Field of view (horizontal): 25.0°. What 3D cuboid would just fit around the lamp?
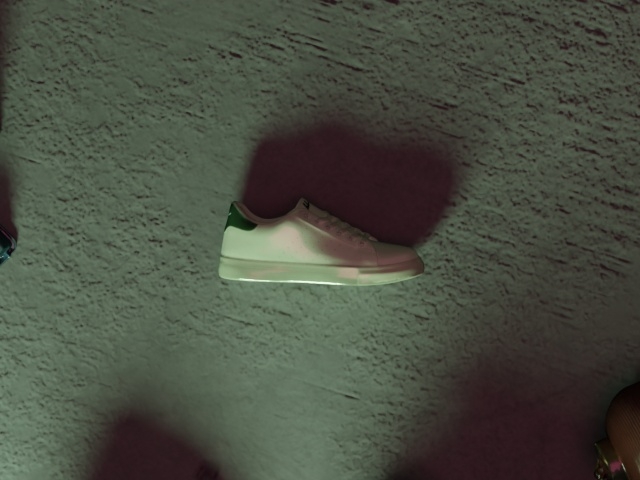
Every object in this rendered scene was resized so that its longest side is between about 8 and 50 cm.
[{"bbox_3d":[0.470,0.249,1.832,0.258,0.180,0.180,-25,94,0],"label":"lamp"}]

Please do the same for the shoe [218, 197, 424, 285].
[{"bbox_3d":[0.000,0.000,1.847,0.265,0.095,0.110,-1,93,1],"label":"shoe"}]

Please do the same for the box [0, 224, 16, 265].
[{"bbox_3d":[-0.450,-0.001,1.855,0.074,0.054,0.099,-44,94,4],"label":"box"}]
